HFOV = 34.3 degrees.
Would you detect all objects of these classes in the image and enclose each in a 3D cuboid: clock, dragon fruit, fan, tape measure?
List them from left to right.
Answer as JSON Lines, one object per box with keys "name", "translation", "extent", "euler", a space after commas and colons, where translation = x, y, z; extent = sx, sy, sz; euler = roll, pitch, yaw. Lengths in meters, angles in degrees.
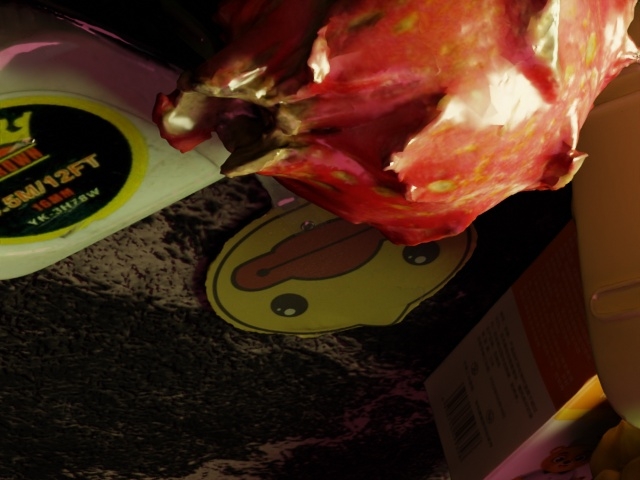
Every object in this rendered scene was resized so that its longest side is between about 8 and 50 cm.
{"name": "tape measure", "translation": [-0.152, -0.090, 0.582], "extent": [0.235, 0.115, 0.207], "euler": [-26, 148, 9]}
{"name": "fan", "translation": [0.000, 0.001, 0.829], "extent": [0.229, 0.011, 0.335], "euler": [-24, 143, 13]}
{"name": "dragon fruit", "translation": [0.042, -0.098, 0.520], "extent": [0.268, 0.210, 0.205], "euler": [-29, 154, -37]}
{"name": "clock", "translation": [0.319, -0.008, 0.714], "extent": [0.348, 0.286, 0.117], "euler": [10, 161, -37]}

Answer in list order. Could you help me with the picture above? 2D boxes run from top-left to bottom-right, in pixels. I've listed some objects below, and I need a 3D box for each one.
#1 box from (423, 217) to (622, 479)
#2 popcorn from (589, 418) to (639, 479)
{"name": "box", "translation": [0.279, 0.107, 0.952], "extent": [0.225, 0.143, 0.341], "euler": [6, 140, -26]}
{"name": "popcorn", "translation": [0.348, 0.224, 0.830], "extent": [0.265, 0.225, 0.332], "euler": [26, 152, -4]}
